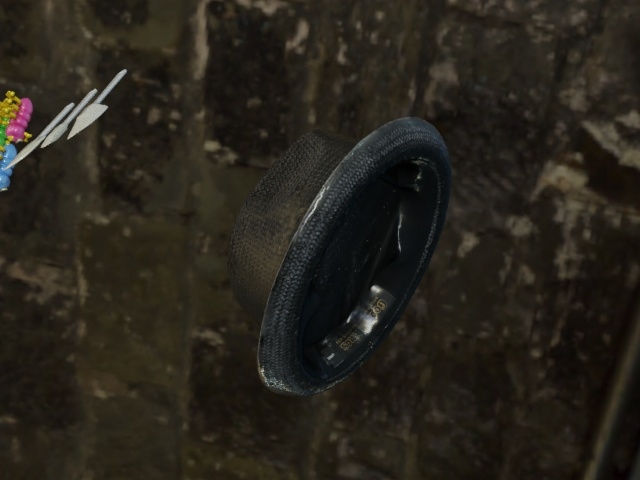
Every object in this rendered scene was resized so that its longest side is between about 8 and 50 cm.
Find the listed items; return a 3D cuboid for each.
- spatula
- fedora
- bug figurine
[{"bbox_3d":[-0.385,-0.194,1.588,0.019,0.168,0.242,54,24,-19],"label":"spatula"},{"bbox_3d":[0.000,0.000,1.117,0.334,0.152,0.334,-38,144,-35],"label":"fedora"},{"bbox_3d":[-0.604,-0.163,1.898,0.279,0.072,0.216,-13,-121,58],"label":"bug figurine"}]
